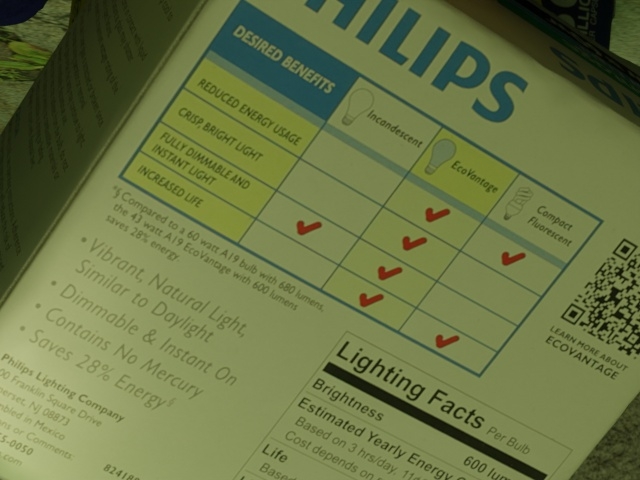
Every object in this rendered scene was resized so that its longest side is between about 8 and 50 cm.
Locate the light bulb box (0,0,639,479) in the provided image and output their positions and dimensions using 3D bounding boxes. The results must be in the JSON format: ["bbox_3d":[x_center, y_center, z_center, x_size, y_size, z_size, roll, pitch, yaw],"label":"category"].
[{"bbox_3d":[0.000,0.000,1.146,0.358,0.361,0.225,29,-163,-23],"label":"light bulb box"}]

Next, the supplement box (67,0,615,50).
[{"bbox_3d":[0.005,-0.106,1.372,0.356,0.194,0.195,8,170,-16],"label":"supplement box"}]

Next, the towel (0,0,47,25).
[{"bbox_3d":[-0.374,-0.207,1.372,0.227,0.076,0.308,-14,159,42],"label":"towel"}]
